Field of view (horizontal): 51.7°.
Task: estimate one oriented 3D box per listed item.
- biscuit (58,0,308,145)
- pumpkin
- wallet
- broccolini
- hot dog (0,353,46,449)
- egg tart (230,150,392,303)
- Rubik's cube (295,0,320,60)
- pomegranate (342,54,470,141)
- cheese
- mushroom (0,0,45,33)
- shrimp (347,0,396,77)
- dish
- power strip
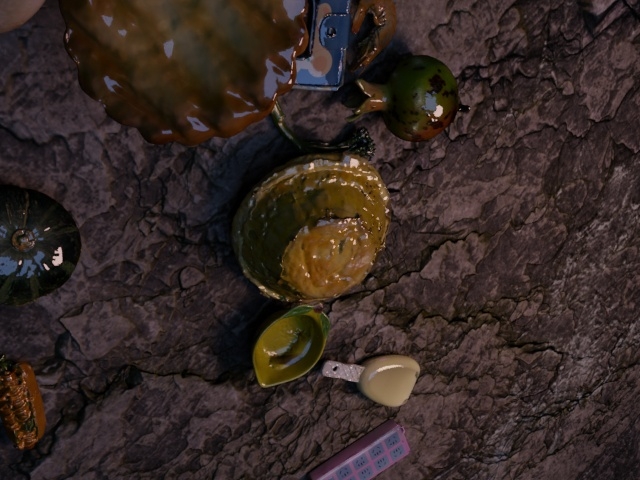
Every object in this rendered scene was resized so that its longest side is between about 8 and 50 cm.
[{"bbox_3d":[-0.175,-0.288,0.861,0.326,0.107,0.325,1,114,2],"label":"biscuit"},{"bbox_3d":[-0.461,0.008,0.997,0.190,0.146,0.190,2,83,-18],"label":"pumpkin"},{"bbox_3d":[-0.018,-0.357,1.112,0.141,0.059,0.202,-2,111,-20],"label":"wallet"},{"bbox_3d":[0.006,-0.201,1.202,0.271,0.062,0.123,41,84,-33],"label":"broccolini"},{"bbox_3d":[-0.523,0.285,1.148,0.072,0.055,0.188,-14,119,-20],"label":"hot dog"},{"bbox_3d":[0.000,0.001,1.216,0.341,0.132,0.341,-12,128,-15],"label":"egg tart"},{"bbox_3d":[-0.088,-0.372,0.970,0.180,0.167,0.183,6,110,-2],"label":"Rubik's cube"},{"bbox_3d":[0.152,-0.249,1.192,0.220,0.156,0.156,-17,119,-26],"label":"pomegranate"},{"bbox_3d":[0.106,0.304,1.486,0.251,0.054,0.127,16,101,-32],"label":"cheese"},{"bbox_3d":[-0.411,-0.378,0.842,0.206,0.209,0.206,8,126,12],"label":"mushroom"},{"bbox_3d":[0.085,-0.364,1.150,0.162,0.045,0.095,-58,146,-17],"label":"shrimp"},{"bbox_3d":[-0.070,0.193,1.326,0.149,0.080,0.207,33,96,-32],"label":"dish"},{"bbox_3d":[0.094,0.537,1.595,0.279,0.037,0.109,-30,123,-12],"label":"power strip"}]
